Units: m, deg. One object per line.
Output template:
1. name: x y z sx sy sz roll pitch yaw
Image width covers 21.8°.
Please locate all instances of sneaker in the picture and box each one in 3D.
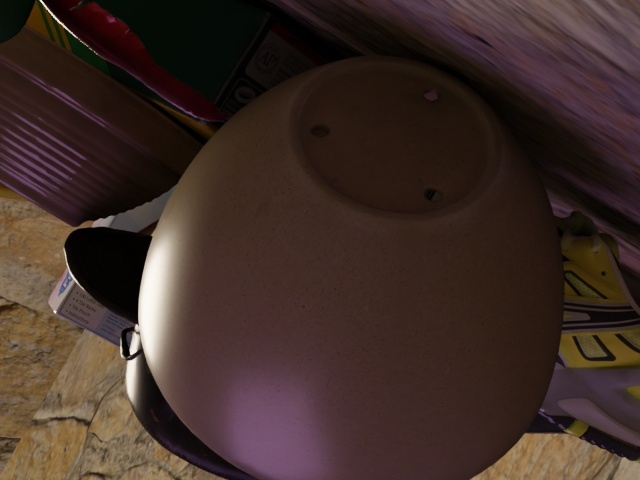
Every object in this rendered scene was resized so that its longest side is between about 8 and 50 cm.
1. sneaker: 0.138 0.030 1.261 0.385 0.147 0.145 23 -160 -19

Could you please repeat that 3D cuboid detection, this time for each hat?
1. hat: -0.207 -0.133 1.038 0.208 0.173 0.183 17 133 52
2. hat: -0.058 0.106 1.271 0.331 0.134 0.331 20 -170 -4

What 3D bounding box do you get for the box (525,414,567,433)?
1. box: 0.267 0.139 1.958 0.165 0.143 0.270 1 -177 -8

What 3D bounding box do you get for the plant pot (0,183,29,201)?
1. plant pot: -0.335 -0.194 1.948 0.254 0.254 0.239 30 -167 -7

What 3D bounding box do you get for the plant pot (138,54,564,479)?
1. plant pot: 0.031 -0.004 1.049 0.284 0.284 0.191 30 145 13

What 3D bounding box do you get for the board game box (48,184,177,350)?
1. board game box: -0.073 0.009 1.774 0.319 0.318 0.066 31 -179 -22

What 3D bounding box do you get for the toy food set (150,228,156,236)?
1. toy food set: -0.089 0.029 1.622 0.128 0.071 0.218 34 145 -26

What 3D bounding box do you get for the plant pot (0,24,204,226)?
1. plant pot: -0.212 -0.086 1.297 0.237 0.109 0.237 33 177 2

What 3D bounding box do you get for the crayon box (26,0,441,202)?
1. crayon box: -0.052 -0.111 1.399 0.313 0.106 0.363 30 179 43
